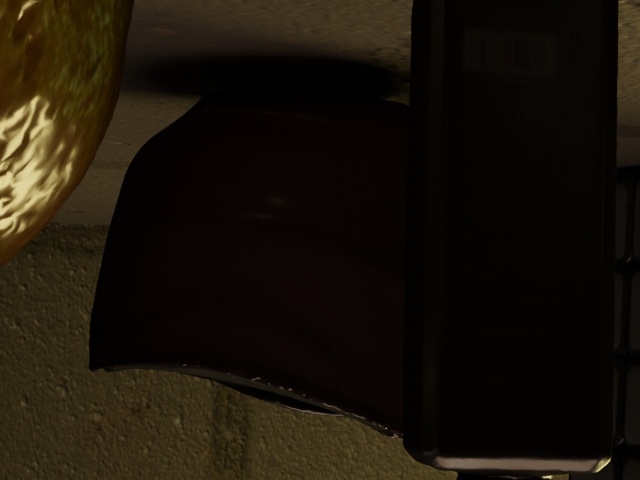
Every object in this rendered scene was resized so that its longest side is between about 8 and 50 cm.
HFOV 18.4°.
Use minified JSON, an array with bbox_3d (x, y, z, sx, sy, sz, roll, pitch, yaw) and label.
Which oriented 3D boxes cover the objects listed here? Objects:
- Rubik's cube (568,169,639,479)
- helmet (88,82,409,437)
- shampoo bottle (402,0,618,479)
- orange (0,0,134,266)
[{"bbox_3d":[0.439,0.111,1.688,0.344,0.344,0.337,3,176,-25],"label":"Rubik's cube"},{"bbox_3d":[0.000,0.000,1.247,0.271,0.197,0.338,10,-173,18],"label":"helmet"},{"bbox_3d":[0.078,0.007,0.828,0.080,0.246,0.079,2,176,-3],"label":"shampoo bottle"},{"bbox_3d":[-0.186,-0.064,0.595,0.262,0.196,0.334,-12,170,-2],"label":"orange"}]
